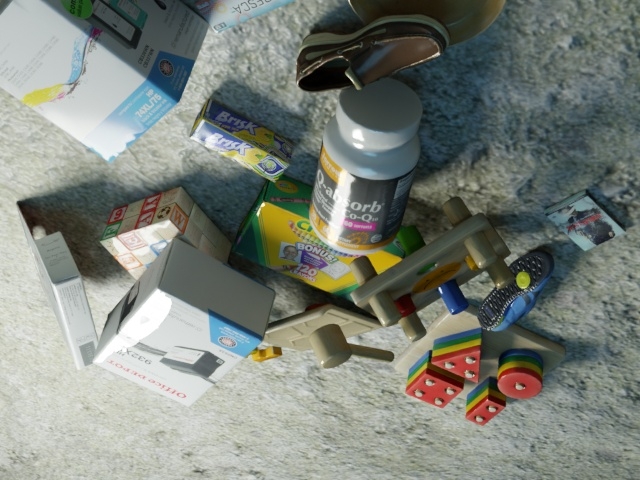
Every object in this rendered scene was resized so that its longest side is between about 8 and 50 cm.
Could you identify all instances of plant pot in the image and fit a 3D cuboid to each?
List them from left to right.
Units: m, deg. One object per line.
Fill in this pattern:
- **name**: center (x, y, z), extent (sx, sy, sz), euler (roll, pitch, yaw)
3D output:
- **plant pot**: center (0.151, -0.378, 1.486), extent (0.236, 0.032, 0.236), euler (6, 138, 6)

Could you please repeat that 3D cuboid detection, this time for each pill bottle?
- **pill bottle**: center (0.075, -0.120, 1.690), extent (0.162, 0.162, 0.278), euler (11, 138, 1)

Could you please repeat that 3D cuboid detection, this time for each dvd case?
- **dvd case**: center (0.458, -0.034, 1.803), extent (0.087, 0.013, 0.119), euler (-29, 123, 37)

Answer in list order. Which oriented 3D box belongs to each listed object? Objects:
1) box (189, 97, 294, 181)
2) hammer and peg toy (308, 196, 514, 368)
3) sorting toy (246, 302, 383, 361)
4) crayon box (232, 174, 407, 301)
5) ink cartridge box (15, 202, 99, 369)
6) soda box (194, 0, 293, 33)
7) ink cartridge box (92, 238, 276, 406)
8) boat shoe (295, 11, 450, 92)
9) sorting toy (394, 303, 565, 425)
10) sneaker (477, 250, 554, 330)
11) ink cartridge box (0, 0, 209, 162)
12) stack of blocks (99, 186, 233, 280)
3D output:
- **box**: center (-0.132, -0.169, 1.762), extent (0.169, 0.059, 0.054), euler (27, 134, -16)
- **hammer and peg toy**: center (0.149, 0.083, 1.782), extent (0.361, 0.127, 0.266), euler (-33, 159, 10)
- **sorting toy**: center (-0.050, 0.182, 2.083), extent (0.307, 0.041, 0.229), euler (-20, 159, 31)
- **crayon box**: center (0.000, 0.000, 1.899), extent (0.278, 0.081, 0.165), euler (22, 138, -11)
- **ink cartridge box**: center (-0.513, 0.085, 2.055), extent (0.060, 0.239, 0.275), euler (-20, 141, -17)
- **soda box**: center (-0.091, -0.372, 1.531), extent (0.183, 0.058, 0.063), euler (-15, 132, 29)
- **ink cartridge box**: center (-0.262, 0.164, 1.974), extent (0.223, 0.129, 0.307), euler (28, 136, -18)
- **boat shoe**: center (0.072, -0.262, 1.541), extent (0.257, 0.095, 0.095), euler (-5, 144, 40)
- **sorting toy**: center (0.316, 0.265, 2.108), extent (0.257, 0.089, 0.255), euler (24, 137, -13)
- **sneaker**: center (0.376, 0.091, 1.934), extent (0.082, 0.069, 0.209), euler (-1, 139, -37)
- **ink cartridge box**: center (-0.348, -0.300, 1.568), extent (0.270, 0.198, 0.197), euler (36, 134, -25)
- **stack of blocks**: center (-0.258, 0.045, 2.006), extent (0.171, 0.087, 0.297), euler (-16, 131, 28)
